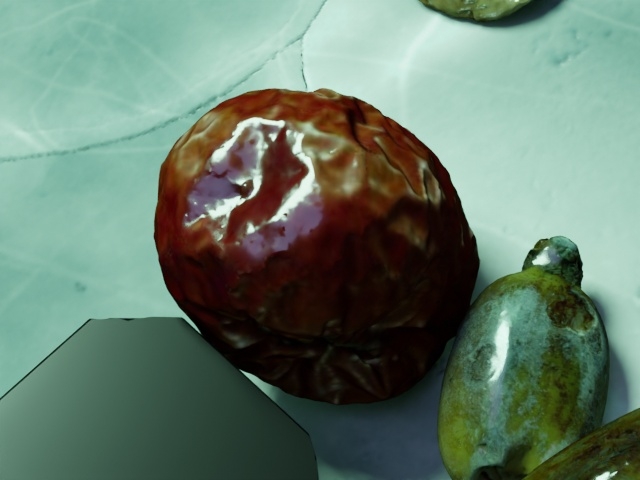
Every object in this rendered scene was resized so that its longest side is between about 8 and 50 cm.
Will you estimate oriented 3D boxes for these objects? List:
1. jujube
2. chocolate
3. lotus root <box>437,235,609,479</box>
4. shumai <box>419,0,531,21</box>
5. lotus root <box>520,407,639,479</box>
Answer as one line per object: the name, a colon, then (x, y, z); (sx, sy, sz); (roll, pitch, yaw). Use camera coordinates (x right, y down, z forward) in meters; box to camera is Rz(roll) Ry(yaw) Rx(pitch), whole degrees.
jujube: (0.000, 0.000, 1.322); (0.213, 0.232, 0.213); (-10, 63, 19)
chocolate: (-0.123, 0.199, 1.302); (0.224, 0.177, 0.206); (41, 65, 13)
lotus root: (0.145, 0.088, 1.304); (0.113, 0.088, 0.192); (15, 72, -1)
shumai: (0.115, -0.245, 1.488); (0.123, 0.105, 0.139); (-56, 34, -7)
lotus root: (0.199, 0.182, 1.210); (0.241, 0.123, 0.124); (-34, 36, -2)
